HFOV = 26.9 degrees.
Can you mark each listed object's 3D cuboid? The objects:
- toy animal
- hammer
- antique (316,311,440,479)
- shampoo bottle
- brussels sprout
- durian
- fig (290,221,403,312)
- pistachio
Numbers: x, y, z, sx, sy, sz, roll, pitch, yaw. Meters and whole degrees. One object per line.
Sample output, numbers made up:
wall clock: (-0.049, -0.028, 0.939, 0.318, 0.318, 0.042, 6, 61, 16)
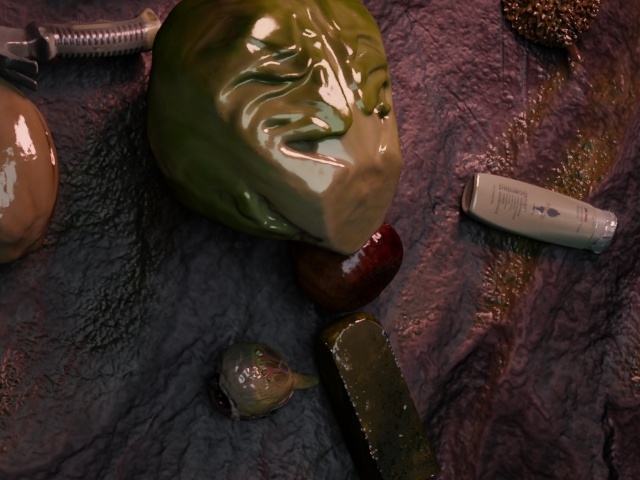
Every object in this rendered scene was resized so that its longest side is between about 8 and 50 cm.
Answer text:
toy animal: (-0.075, 0.178, 1.633, 0.137, 0.098, 0.098, 20, 75, -40)
hammer: (-0.299, -0.242, 1.611, 0.227, 0.041, 0.158, -9, 41, -28)
antique: (0.064, 0.197, 1.658, 0.081, 0.080, 0.220, -22, 95, -20)
shampoo bottle: (0.293, -0.037, 1.794, 0.212, 0.049, 0.072, 12, 74, -16)
brussels sprout: (-0.052, -0.144, 1.569, 0.289, 0.281, 0.354, -21, 56, -34)
durian: (0.332, -0.336, 1.831, 0.148, 0.091, 0.188, -15, 88, -19)
fig: (0.000, 0.000, 1.676, 0.201, 0.146, 0.133, 36, 86, 27)
pistachio: (-0.371, -0.083, 1.559, 0.136, 0.136, 0.225, -4, 77, -18)
